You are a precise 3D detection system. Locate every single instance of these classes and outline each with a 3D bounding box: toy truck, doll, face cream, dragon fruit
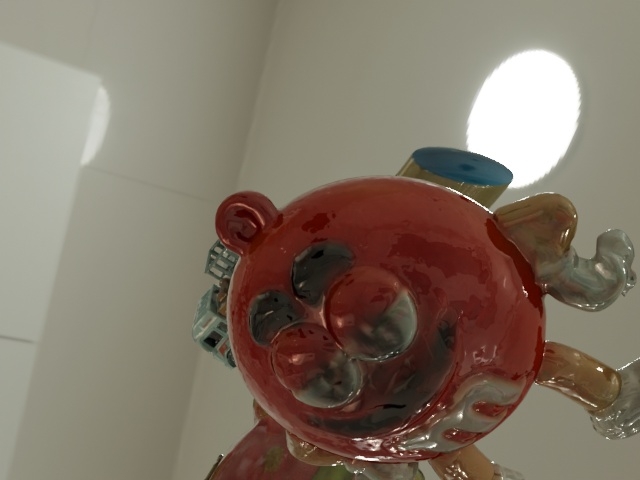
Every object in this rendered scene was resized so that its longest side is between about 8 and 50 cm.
[{"bbox_3d":[-0.088,0.058,1.302,0.178,0.115,0.080,-49,-161,25],"label":"toy truck"},{"bbox_3d":[0.050,0.045,0.479,0.183,0.217,0.085,-38,-151,18],"label":"doll"},{"bbox_3d":[0.132,-0.021,1.539,0.285,0.139,0.067,-54,-157,42],"label":"face cream"},{"bbox_3d":[-0.008,0.258,1.059,0.224,0.224,0.227,-17,-144,47],"label":"dragon fruit"}]
